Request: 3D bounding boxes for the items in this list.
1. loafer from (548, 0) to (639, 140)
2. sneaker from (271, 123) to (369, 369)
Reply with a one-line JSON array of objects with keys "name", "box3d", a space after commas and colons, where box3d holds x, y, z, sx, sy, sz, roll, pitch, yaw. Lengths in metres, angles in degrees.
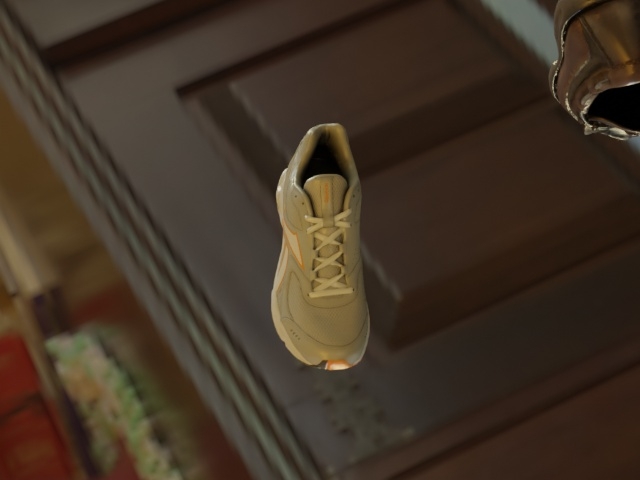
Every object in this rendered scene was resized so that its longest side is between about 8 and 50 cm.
[{"name": "loafer", "box3d": [0.251, -0.127, 1.594, 0.302, 0.109, 0.095, 50, -159, -70]}, {"name": "sneaker", "box3d": [0.000, 0.000, 1.897, 0.121, 0.099, 0.262, 100, 165, -57]}]
